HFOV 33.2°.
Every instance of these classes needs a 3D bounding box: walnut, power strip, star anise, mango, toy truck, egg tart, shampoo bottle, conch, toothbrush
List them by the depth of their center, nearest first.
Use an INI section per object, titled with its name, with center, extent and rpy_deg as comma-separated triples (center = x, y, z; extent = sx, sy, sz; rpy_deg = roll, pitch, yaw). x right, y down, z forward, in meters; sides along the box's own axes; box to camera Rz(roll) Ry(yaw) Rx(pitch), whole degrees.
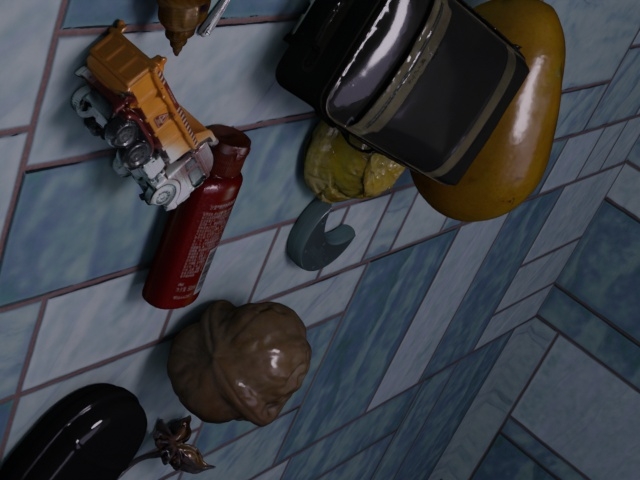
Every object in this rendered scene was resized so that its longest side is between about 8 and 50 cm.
[conch]
center = -0.140, -0.376, 1.306
extent = 0.109, 0.093, 0.330
rpy_deg = -12, 134, -45
[toy truck]
center = -0.232, -0.157, 1.433
extent = 0.135, 0.114, 0.270
rpy_deg = -41, 152, -11
[toothbrush]
center = -0.103, -0.363, 1.474
extent = 0.204, 0.022, 0.017
rpy_deg = -53, 151, 5
[shampoo bottle]
center = -0.194, -0.033, 1.702
extent = 0.118, 0.076, 0.314
rpy_deg = -17, 138, -50
[walnut]
center = -0.145, 0.221, 1.954
extent = 0.273, 0.273, 0.226
rpy_deg = 8, 85, -62
[egg tart]
center = 0.093, -0.179, 1.959
extent = 0.290, 0.115, 0.290
rpy_deg = -41, 152, -28
[mango]
center = 0.314, -0.247, 2.019
extent = 0.232, 0.300, 0.445
rpy_deg = -8, 127, -38
[star anise]
center = -0.346, 0.465, 2.114
extent = 0.227, 0.148, 0.218
rpy_deg = -31, -163, 19
[power strip]
center = 0.000, 0.000, 2.123
extent = 0.137, 0.044, 0.216
rpy_deg = -49, 155, -5

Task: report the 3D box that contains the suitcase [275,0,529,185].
[suitcase]
center = 0.141, -0.259, 1.711
extent = 0.434, 0.194, 0.283
rpy_deg = 25, 100, -46

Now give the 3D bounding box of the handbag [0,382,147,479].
[handbag]
center = -0.425, 0.383, 1.852
extent = 0.308, 0.093, 0.254
rpy_deg = -50, 155, -4
